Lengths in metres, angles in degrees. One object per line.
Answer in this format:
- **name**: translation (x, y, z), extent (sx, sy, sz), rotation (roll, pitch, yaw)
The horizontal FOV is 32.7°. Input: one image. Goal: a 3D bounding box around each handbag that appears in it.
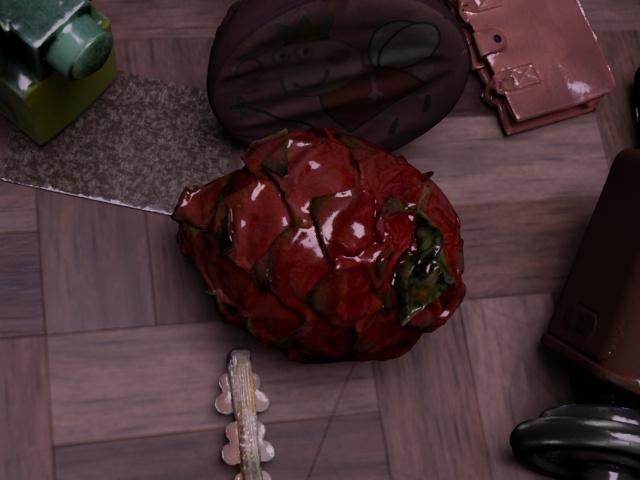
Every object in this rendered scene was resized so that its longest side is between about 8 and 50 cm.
- **handbag**: translation (0.245, -0.243, 1.308), extent (0.157, 0.059, 0.213), rotation (-17, 76, -19)

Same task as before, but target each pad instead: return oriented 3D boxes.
- **pad**: translation (-0.213, -0.112, 1.183), extent (0.235, 0.003, 0.158), rotation (11, 68, -9)

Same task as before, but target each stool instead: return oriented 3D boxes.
- **stool**: translation (0.013, -0.224, 1.151), extent (0.272, 0.272, 0.179), rotation (2, 57, -12)

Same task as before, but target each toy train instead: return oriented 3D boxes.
- **toy train**: translation (-0.362, -0.270, 1.067), extent (0.397, 0.253, 0.160), rotation (40, 73, 5)

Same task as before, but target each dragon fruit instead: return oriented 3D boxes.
- **dragon fruit**: translation (0.000, 0.000, 1.067), extent (0.298, 0.244, 0.244), rotation (18, 66, 11)

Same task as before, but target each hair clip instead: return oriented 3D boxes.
- **hair clip**: translation (-0.070, 0.214, 1.075), extent (0.062, 0.056, 0.214), rotation (2, 61, -26)

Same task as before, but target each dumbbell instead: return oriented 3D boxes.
- **dumbbell**: translation (0.271, 0.276, 1.053), extent (0.192, 0.192, 0.290), rotation (13, 69, -8)

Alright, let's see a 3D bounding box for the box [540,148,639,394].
- **box**: translation (0.436, 0.061, 1.101), extent (0.339, 0.239, 0.229), rotation (16, 96, -7)

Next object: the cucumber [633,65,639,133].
- **cucumber**: translation (0.416, -0.124, 1.295), extent (0.115, 0.085, 0.193), rotation (27, 55, -51)
